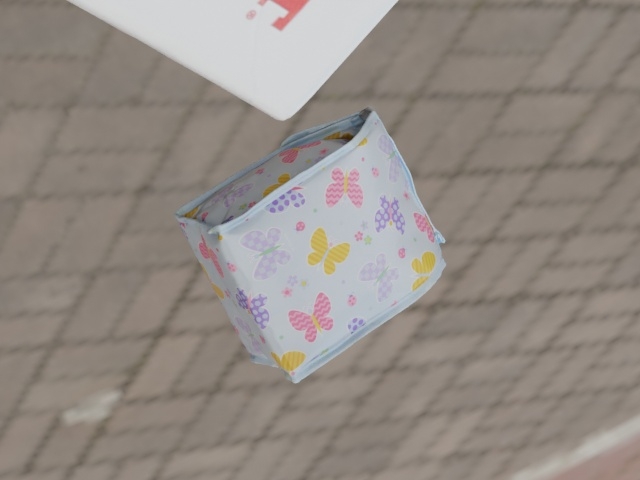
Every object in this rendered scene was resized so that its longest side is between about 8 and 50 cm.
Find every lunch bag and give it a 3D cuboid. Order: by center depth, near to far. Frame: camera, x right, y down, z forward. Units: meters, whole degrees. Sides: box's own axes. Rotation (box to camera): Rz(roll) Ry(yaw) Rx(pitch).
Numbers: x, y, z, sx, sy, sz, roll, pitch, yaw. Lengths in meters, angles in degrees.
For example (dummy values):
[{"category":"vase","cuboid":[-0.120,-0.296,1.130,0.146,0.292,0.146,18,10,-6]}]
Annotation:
[{"category":"lunch bag","cuboid":[0.000,0.000,0.736,0.083,0.053,0.071,-34,112,-16]}]

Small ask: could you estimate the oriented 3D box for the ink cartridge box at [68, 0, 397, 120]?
[{"category":"ink cartridge box","cuboid":[-0.047,-0.168,0.365,0.198,0.115,0.273,-47,140,15]}]
